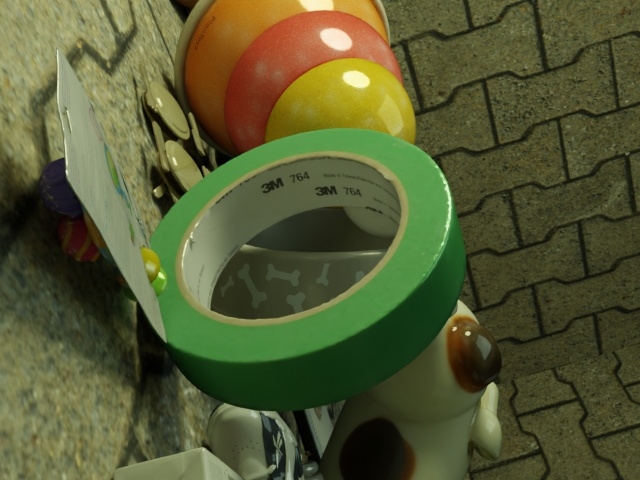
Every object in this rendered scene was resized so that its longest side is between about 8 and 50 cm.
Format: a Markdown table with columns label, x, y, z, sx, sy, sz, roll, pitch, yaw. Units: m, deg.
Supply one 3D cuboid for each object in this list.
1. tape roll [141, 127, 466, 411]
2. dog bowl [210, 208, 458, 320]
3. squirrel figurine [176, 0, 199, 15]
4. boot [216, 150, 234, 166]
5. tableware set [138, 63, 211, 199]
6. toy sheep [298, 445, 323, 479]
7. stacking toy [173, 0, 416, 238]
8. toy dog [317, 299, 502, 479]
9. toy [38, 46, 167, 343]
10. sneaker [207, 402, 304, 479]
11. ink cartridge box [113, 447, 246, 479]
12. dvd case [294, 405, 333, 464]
| label | x | y | z | sx | sy | sz | roll | pitch | yaw |
| --- | --- | --- | --- | --- | --- | --- | --- | --- | --- |
| tape roll | -0.020 | 0.015 | 0.803 | 0.321 | 0.321 | 0.077 | -101 | 170 | -49 |
| dog bowl | 0.016 | 0.029 | 1.073 | 0.349 | 0.348 | 0.102 | -84 | 173 | -77 |
| squirrel figurine | -0.099 | -0.544 | 1.482 | 0.281 | 0.370 | 0.397 | -102 | 173 | -46 |
| boot | -0.109 | -0.186 | 1.530 | 0.264 | 0.096 | 0.281 | 51 | 33 | -41 |
| tableware set | -0.191 | -0.119 | 1.013 | 0.128 | 0.039 | 0.194 | 45 | 20 | -53 |
| toy sheep | -0.033 | 0.321 | 1.005 | 0.091 | 0.091 | 0.132 | 34 | 53 | -81 |
| stacking toy | 0.013 | -0.153 | 1.102 | 0.480 | 0.350 | 0.351 | 61 | -5 | 46 |
| toy dog | 0.109 | 0.262 | 1.164 | 0.395 | 0.284 | 0.408 | 0 | 106 | -52 |
| toy | -0.186 | -0.020 | 0.657 | 0.237 | 0.056 | 0.137 | 74 | -1 | -55 |
| sneaker | -0.054 | 0.287 | 0.818 | 0.153 | 0.094 | 0.235 | -117 | -163 | -69 |
| ink cartridge box | -0.083 | 0.273 | 0.662 | 0.231 | 0.077 | 0.134 | 65 | 10 | -56 |
| dvd case | -0.002 | 0.361 | 1.494 | 0.253 | 0.022 | 0.181 | -31 | 104 | -84 |
